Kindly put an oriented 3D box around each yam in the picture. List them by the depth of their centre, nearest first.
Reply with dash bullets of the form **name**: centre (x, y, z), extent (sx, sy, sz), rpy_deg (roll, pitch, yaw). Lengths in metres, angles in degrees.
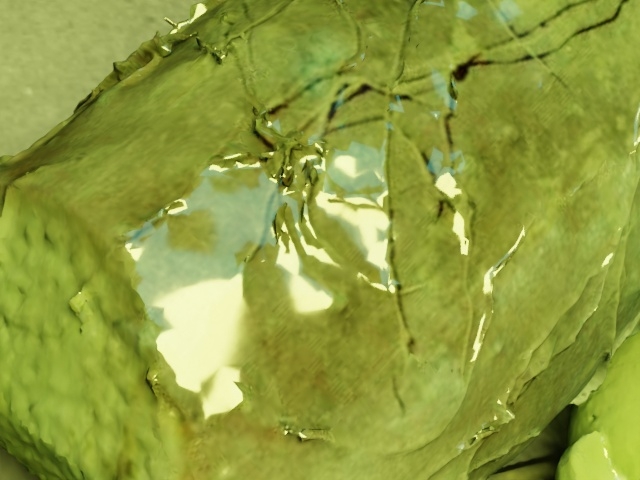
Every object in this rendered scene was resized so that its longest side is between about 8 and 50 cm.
- **yam**: centre (0.000, -0.003, 0.472), extent (0.202, 0.201, 0.271), rpy_deg (18, 56, 47)

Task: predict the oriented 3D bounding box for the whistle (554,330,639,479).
- **whistle**: centre (0.215, 0.115, 0.521), extent (0.288, 0.106, 0.131), rpy_deg (29, 46, 1)
